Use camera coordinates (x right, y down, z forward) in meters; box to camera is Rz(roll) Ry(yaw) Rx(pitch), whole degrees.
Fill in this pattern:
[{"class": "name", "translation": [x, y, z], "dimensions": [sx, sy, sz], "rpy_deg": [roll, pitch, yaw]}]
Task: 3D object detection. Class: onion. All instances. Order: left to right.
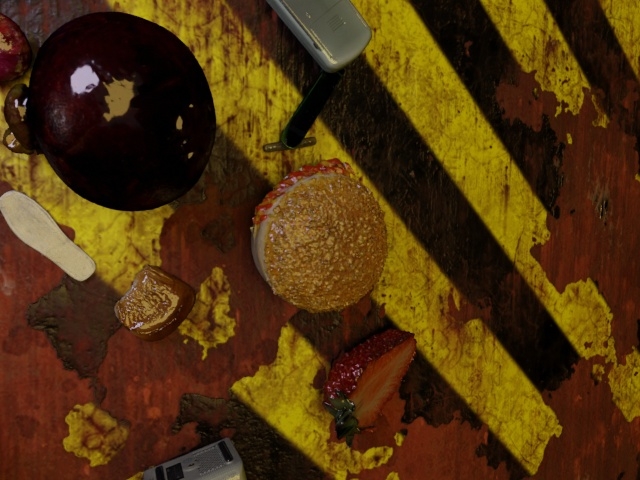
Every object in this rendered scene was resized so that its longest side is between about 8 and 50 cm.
[{"class": "onion", "translation": [-0.509, -0.300, 0.753], "dimensions": [0.107, 0.097, 0.107], "rpy_deg": [-3, 110, -8]}]

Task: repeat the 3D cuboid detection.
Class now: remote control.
[{"class": "remote control", "translation": [-0.024, -0.479, 0.961], "dimensions": [0.140, 0.056, 0.296], "rpy_deg": [-45, 102, -15]}]

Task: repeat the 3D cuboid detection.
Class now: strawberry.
[{"class": "strawberry", "translation": [0.095, 0.304, 1.070], "dimensions": [0.286, 0.106, 0.188], "rpy_deg": [-43, 133, -29]}]

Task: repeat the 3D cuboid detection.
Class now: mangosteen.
[{"class": "mangosteen", "translation": [-0.309, -0.195, 0.760], "dimensions": [0.297, 0.293, 0.297], "rpy_deg": [-28, 127, -44]}]

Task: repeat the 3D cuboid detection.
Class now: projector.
[{"class": "projector", "translation": [-0.215, 0.527, 0.910], "dimensions": [0.177, 0.163, 0.243], "rpy_deg": [-16, 98, -21]}]

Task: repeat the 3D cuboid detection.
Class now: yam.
[{"class": "yam", "translation": [-0.063, -0.197, 1.000], "dimensions": [0.116, 0.021, 0.021], "rpy_deg": [-14, 100, -22]}]

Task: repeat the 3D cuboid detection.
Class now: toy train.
[{"class": "toy train", "translation": [-0.021, -0.273, 0.998], "dimensions": [0.044, 0.042, 0.209], "rpy_deg": [33, 78, -11]}]

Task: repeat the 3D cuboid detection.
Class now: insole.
[{"class": "insole", "translation": [-0.470, -0.005, 0.836], "dimensions": [0.063, 0.010, 0.192], "rpy_deg": [-46, 110, -15]}]

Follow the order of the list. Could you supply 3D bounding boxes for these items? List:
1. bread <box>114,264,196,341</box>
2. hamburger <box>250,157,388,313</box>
[{"class": "bread", "translation": [-0.306, 0.121, 0.903], "dimensions": [0.126, 0.044, 0.129], "rpy_deg": [40, 81, -20]}, {"class": "hamburger", "translation": [0.000, 0.000, 0.957], "dimensions": [0.276, 0.179, 0.294], "rpy_deg": [-30, 105, -20]}]
